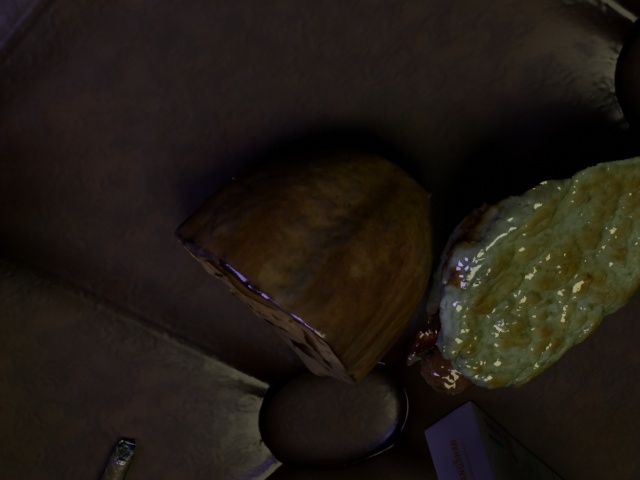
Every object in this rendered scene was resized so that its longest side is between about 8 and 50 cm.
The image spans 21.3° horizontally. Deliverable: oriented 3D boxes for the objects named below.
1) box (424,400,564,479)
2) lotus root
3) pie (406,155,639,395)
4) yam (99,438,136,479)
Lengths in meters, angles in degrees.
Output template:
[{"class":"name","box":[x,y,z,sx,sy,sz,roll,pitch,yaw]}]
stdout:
[{"class":"box","box":[0.208,0.281,1.722,0.067,0.149,0.233,-38,127,16]},{"class":"lotus root","box":[0.000,0.000,1.464,0.180,0.199,0.188,-54,165,-8]},{"class":"pie","box":[0.209,0.020,1.498,0.274,0.105,0.257,-22,146,-23]},{"class":"yam","box":[-0.215,0.248,1.692,0.033,0.027,0.129,11,126,-21]}]
